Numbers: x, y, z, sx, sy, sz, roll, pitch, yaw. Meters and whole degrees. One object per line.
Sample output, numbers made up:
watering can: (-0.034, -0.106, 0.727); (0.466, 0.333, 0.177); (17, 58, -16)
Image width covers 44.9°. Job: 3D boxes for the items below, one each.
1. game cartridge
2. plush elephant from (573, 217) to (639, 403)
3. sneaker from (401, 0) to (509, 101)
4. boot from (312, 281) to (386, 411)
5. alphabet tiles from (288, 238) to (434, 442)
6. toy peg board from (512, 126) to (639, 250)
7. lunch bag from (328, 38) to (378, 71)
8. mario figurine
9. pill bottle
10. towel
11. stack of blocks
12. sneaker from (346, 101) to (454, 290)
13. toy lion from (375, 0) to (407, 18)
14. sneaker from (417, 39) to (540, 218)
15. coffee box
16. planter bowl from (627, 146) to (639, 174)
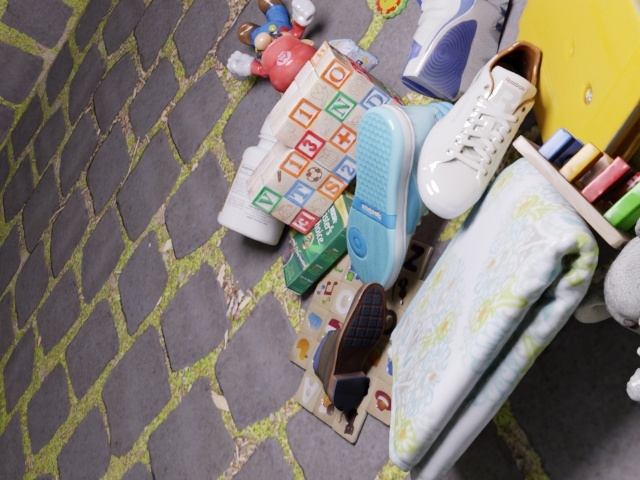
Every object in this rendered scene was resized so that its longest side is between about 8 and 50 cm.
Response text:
game cartridge: (0.350, -0.250, 1.013); (0.285, 0.052, 0.324); (102, 165, -60)
plush elephant: (0.394, 0.079, 0.752); (0.255, 0.272, 0.330); (4, 54, 8)
sneaker: (0.216, -0.386, 1.302); (0.182, 0.127, 0.316); (23, 84, 54)
boot: (0.037, 0.154, 1.252); (0.106, 0.082, 0.219); (36, 114, 56)
alphabet tiles: (0.068, 0.147, 1.308); (0.285, 0.011, 0.343); (22, 91, 51)
toy peg board: (0.323, -0.070, 0.879); (0.079, 0.161, 0.161); (-47, 63, 20)
lunch bag: (0.060, -0.353, 1.491); (0.083, 0.071, 0.053); (9, 83, 49)
mario figurine: (-0.107, -0.429, 1.632); (0.321, 0.170, 0.198); (-118, 25, -52)
pill bottle: (-0.104, -0.117, 1.526); (0.131, 0.131, 0.229); (24, 92, 51)
towel: (0.205, 0.091, 0.989); (0.375, 0.090, 0.320); (-60, 7, 22)
stack of blocks: (-0.010, -0.175, 1.366); (0.297, 0.171, 0.087); (-50, 28, 19)
sneaker: (0.158, -0.071, 1.220); (0.127, 0.208, 0.319); (41, 137, 41)
toy lion: (0.141, -0.482, 1.491); (0.100, 0.034, 0.096); (-50, 50, 21)
sneaker: (0.222, -0.166, 1.068); (0.290, 0.105, 0.123); (-62, 3, -25)
coffee box: (0.000, 0.000, 1.412); (0.184, 0.040, 0.113); (-45, 33, 25)
planter bowl: (0.448, -0.177, 0.954); (0.217, 0.090, 0.217); (-24, 56, 41)
